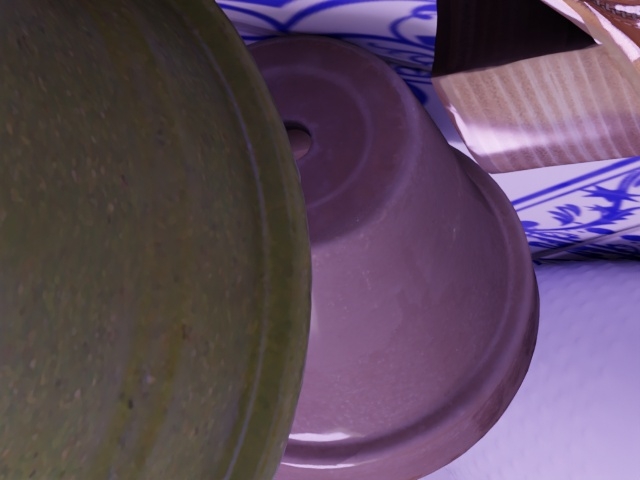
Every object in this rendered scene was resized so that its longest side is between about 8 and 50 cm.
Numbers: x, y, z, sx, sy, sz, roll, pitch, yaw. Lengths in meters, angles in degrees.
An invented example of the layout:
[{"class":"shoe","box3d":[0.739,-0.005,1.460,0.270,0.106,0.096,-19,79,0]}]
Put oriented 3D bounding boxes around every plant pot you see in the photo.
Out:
[{"class":"plant pot","box3d":[0.000,0.000,0.950,0.263,0.263,0.229,6,153,12]},{"class":"plant pot","box3d":[-0.167,-0.002,0.332,0.276,0.276,0.254,5,171,16]}]

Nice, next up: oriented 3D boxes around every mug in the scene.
[{"class":"mug","box3d":[0.292,0.137,1.441,0.374,0.276,0.328,-22,-161,-37]}]

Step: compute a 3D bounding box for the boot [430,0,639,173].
[{"class":"boot","box3d":[0.074,-0.091,0.283,0.152,0.073,0.197,-14,148,20]}]
